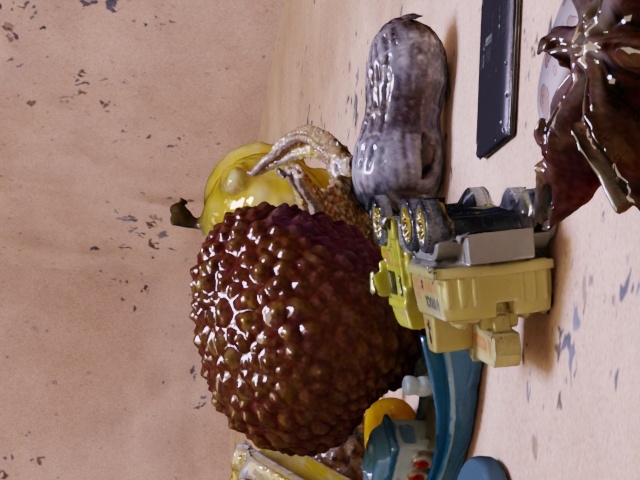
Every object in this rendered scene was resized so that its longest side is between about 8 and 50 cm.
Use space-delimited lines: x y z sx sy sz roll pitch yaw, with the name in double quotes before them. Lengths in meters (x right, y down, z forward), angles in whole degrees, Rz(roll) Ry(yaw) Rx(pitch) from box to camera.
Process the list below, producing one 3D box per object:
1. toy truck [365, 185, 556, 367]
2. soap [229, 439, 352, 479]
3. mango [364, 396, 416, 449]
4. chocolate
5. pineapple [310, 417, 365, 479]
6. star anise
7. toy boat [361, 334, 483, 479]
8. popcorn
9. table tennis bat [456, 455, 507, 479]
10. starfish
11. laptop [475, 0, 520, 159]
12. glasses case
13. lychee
"toy truck" 0.130 0.031 1.623 0.272 0.124 0.157 -168 72 -79
"soap" -0.001 0.348 2.000 0.274 0.089 0.173 24 110 47
"mango" 0.082 0.230 2.041 0.187 0.066 0.101 141 126 -89
"chocolate" 0.093 -0.134 2.026 0.110 0.110 0.248 142 138 -79
"pineapple" 0.021 0.366 2.131 0.170 0.141 0.310 139 134 -65
"star anise" 0.210 -0.131 1.238 0.288 0.088 0.288 -163 90 -77
"toy boat" 0.101 0.184 1.809 0.109 0.098 0.238 -100 17 -50
"popcorn" -0.042 0.000 2.472 0.316 0.281 0.297 20 -128 -67
"table tennis bat" 0.140 0.362 1.632 0.215 0.044 0.329 119 157 -69
"starfish" 0.011 -0.005 2.142 0.398 0.132 0.384 -115 10 -62
"laptop" 0.177 -0.179 1.772 0.129 0.016 0.180 133 140 -78
"glasses case" 0.208 -0.153 1.437 0.164 0.041 0.063 104 168 -47
"lychee" -0.026 0.081 1.854 0.271 0.271 0.271 -175 90 -82
